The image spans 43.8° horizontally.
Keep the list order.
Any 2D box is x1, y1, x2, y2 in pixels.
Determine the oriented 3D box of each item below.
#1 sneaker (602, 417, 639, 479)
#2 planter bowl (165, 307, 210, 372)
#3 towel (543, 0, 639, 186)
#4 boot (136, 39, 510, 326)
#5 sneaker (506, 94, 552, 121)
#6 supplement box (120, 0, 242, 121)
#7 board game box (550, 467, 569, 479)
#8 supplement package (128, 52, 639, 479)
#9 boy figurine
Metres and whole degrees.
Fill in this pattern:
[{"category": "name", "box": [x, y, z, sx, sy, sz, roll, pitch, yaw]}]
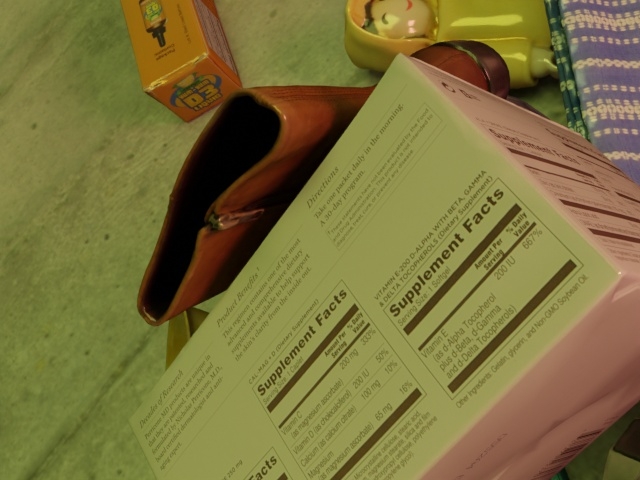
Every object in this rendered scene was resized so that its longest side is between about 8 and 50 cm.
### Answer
[{"category": "sneaker", "box": [0.261, 0.146, 0.482, 0.331, 0.146, 0.122, -38, 29, -19]}, {"category": "planter bowl", "box": [-0.064, 0.149, 0.602, 0.091, 0.217, 0.217, 0, 64, -15]}, {"category": "towel", "box": [0.277, -0.170, 0.544, 0.244, 0.040, 0.335, -7, 70, 4]}, {"category": "boot", "box": [0.000, 0.000, 0.516, 0.096, 0.280, 0.264, 45, 127, 11]}, {"category": "sneaker", "box": [0.159, -0.050, 0.601, 0.095, 0.104, 0.236, -40, 58, 7]}, {"category": "supplement box", "box": [-0.157, -0.242, 0.837, 0.078, 0.080, 0.233, -26, 60, 14]}, {"category": "board game box", "box": [0.113, 0.242, 0.536, 0.160, 0.047, 0.210, -24, 63, 15]}, {"category": "supplement package", "box": [0.062, 0.065, 0.440, 0.261, 0.204, 0.145, -52, 56, 24]}, {"category": "boy figurine", "box": [0.156, -0.210, 0.676, 0.285, 0.092, 0.177, -7, 70, 19]}]
